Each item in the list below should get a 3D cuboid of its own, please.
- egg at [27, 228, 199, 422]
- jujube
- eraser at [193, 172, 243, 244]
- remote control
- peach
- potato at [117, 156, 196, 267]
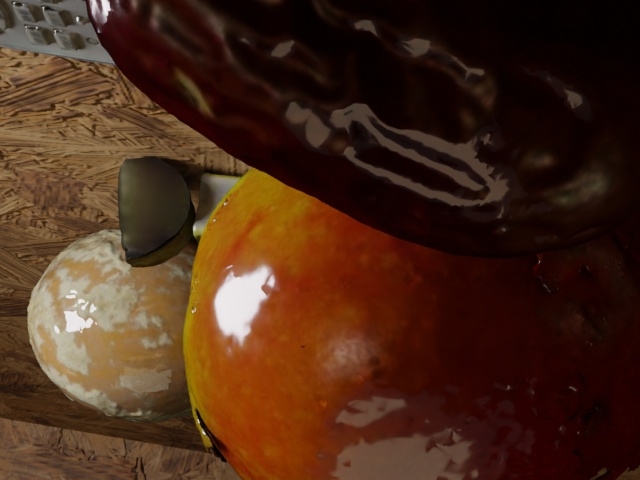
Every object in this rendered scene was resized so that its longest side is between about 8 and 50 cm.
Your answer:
[{"bbox_3d":[-0.182,0.086,1.601,0.245,0.203,0.203,3,162,21],"label":"egg"},{"bbox_3d":[0.040,-0.118,0.831,0.318,0.223,0.223,20,161,-6],"label":"jujube"},{"bbox_3d":[0.000,0.000,1.457,0.226,0.069,0.158,6,164,9],"label":"eraser"},{"bbox_3d":[-0.244,-0.179,1.042,0.313,0.055,0.109,10,157,11],"label":"remote control"},{"bbox_3d":[0.086,0.065,1.157,0.370,0.370,0.370,8,163,2],"label":"peach"},{"bbox_3d":[-0.146,-0.023,1.444,0.067,0.096,0.103,0,174,3],"label":"potato"}]
